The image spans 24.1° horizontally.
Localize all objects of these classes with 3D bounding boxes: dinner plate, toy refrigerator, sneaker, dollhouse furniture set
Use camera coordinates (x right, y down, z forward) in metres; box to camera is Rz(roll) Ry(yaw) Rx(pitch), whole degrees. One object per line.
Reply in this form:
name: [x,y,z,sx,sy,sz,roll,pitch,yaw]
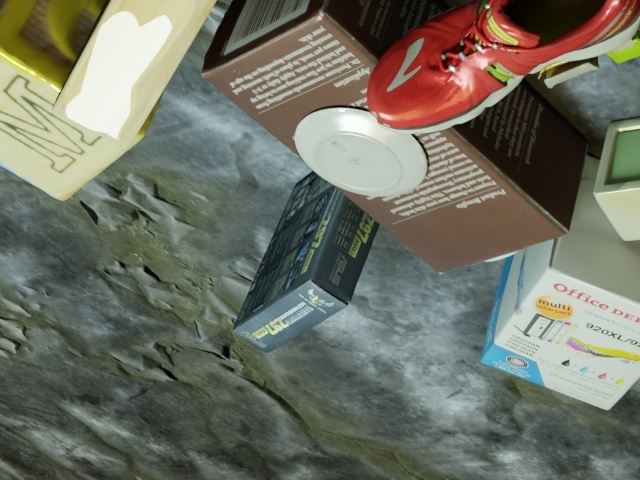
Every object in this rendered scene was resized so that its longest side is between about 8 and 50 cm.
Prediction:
dinner plate: [0.040,-0.085,1.535,0.141,0.017,0.141,14,146,9]
toy refrigerator: [0.421,-0.079,1.519,0.269,0.102,0.094,-6,140,35]
sneaker: [0.157,-0.188,1.356,0.279,0.107,0.118,-26,170,15]
dollhouse furniture set: [0.265,-0.209,1.431,0.152,0.076,0.058,-20,135,31]

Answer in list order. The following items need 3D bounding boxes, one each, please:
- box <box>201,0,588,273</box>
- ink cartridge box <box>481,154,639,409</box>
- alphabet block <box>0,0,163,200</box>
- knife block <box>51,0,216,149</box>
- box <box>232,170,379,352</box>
box: [0.086,-0.136,1.575,0.191,0.143,0.381,-19,130,44]
ink cartridge box: [0.311,0.051,1.707,0.171,0.168,0.232,21,147,-2]
alphabet block: [-0.285,-0.192,1.634,0.193,0.192,0.197,31,147,-22]
knife block: [-0.145,-0.242,1.431,0.088,0.275,0.242,28,166,-13]
box: [0.000,0.000,1.732,0.059,0.232,0.183,33,145,-16]
